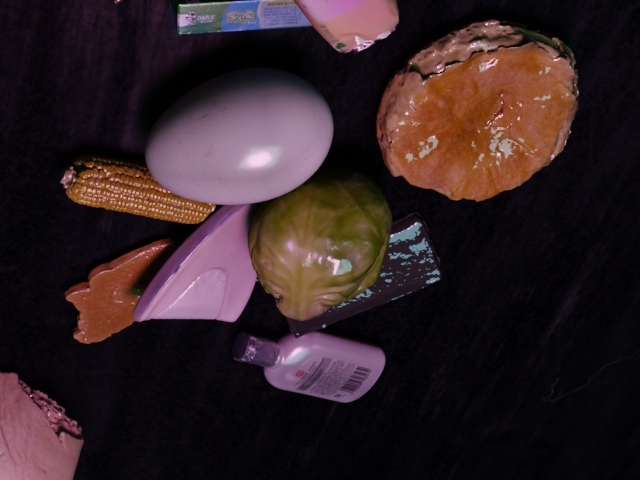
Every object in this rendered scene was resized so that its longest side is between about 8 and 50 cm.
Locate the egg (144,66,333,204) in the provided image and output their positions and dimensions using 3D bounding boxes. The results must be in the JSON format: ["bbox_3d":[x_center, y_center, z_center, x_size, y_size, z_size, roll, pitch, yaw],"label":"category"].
[{"bbox_3d":[-0.112,-0.139,1.612,0.264,0.182,0.183,-15,138,4],"label":"egg"}]

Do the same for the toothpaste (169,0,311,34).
[{"bbox_3d":[-0.061,-0.312,1.537,0.267,0.065,0.050,-6,137,-15],"label":"toothpaste"}]

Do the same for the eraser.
[{"bbox_3d":[-0.169,0.027,1.847,0.204,0.059,0.243,6,121,-46],"label":"eraser"}]

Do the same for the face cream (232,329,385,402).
[{"bbox_3d":[-0.026,0.217,2.103,0.291,0.071,0.144,15,124,-34],"label":"face cream"}]

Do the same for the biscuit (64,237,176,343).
[{"bbox_3d":[-0.313,0.079,1.874,0.250,0.035,0.162,-43,139,24],"label":"biscuit"}]

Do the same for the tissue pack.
[{"bbox_3d":[-0.015,-0.376,1.385,0.123,0.215,0.257,-25,139,21],"label":"tissue pack"}]

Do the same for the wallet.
[{"bbox_3d":[0.060,0.061,1.981,0.285,0.030,0.146,-22,120,4],"label":"wallet"}]

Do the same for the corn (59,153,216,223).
[{"bbox_3d":[-0.263,-0.074,1.702,0.238,0.080,0.080,10,130,-33],"label":"corn"}]

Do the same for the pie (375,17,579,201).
[{"bbox_3d":[0.240,-0.188,1.772,0.340,0.083,0.339,-10,139,-9],"label":"pie"}]

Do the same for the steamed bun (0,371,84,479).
[{"bbox_3d":[-0.573,0.366,1.949,0.290,0.273,0.272,-39,119,15],"label":"steamed bun"}]

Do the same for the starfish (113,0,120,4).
[{"bbox_3d":[-0.218,-0.384,1.421,0.240,0.043,0.227,28,119,-37],"label":"starfish"}]

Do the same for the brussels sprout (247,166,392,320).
[{"bbox_3d":[0.000,0.000,1.788,0.244,0.244,0.244,-11,137,-10],"label":"brussels sprout"}]
